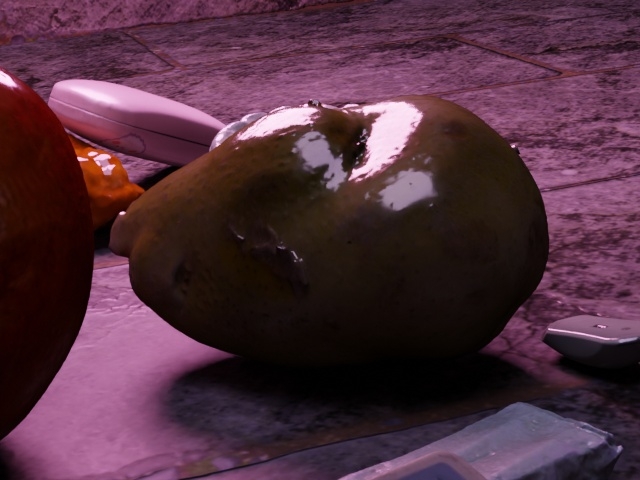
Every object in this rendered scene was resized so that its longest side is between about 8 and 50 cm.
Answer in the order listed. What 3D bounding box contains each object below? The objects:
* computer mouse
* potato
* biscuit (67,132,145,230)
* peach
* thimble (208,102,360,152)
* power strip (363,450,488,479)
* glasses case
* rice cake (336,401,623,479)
[{"bbox_3d":[0.212,0.079,1.024,0.056,0.032,0.110,-14,10,-32],"label":"computer mouse"},{"bbox_3d":[0.001,0.000,1.051,0.351,0.202,0.218,-5,56,15],"label":"potato"},{"bbox_3d":[-0.381,-0.054,1.444,0.318,0.110,0.312,-14,22,-30],"label":"biscuit"},{"bbox_3d":[-0.308,0.016,0.925,0.308,0.308,0.332,-19,-19,-38],"label":"peach"},{"bbox_3d":[-0.014,-0.039,1.253,0.185,0.149,0.211,14,24,39],"label":"thimble"},{"bbox_3d":[0.014,0.178,0.639,0.270,0.046,0.118,-13,44,-42],"label":"power strip"},{"bbox_3d":[-0.199,-0.133,1.574,0.113,0.075,0.297,22,5,27],"label":"glasses case"},{"bbox_3d":[0.076,0.153,0.810,0.226,0.040,0.085,-17,22,-35],"label":"rice cake"}]
